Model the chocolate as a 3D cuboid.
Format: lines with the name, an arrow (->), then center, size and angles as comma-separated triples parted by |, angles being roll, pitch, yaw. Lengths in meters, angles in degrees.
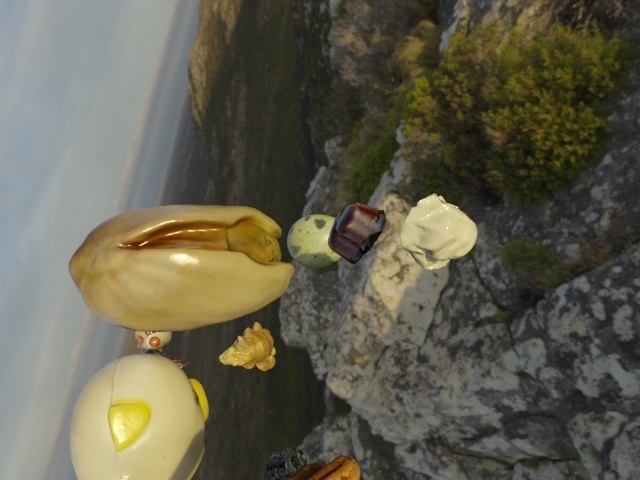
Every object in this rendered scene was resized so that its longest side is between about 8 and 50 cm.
chocolate -> 0.070, -0.035, 0.998 | 0.149, 0.080, 0.125 | 129, 160, -53

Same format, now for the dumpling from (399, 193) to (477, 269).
dumpling -> 0.221, -0.006, 0.894 | 0.127, 0.188, 0.108 | -55, 40, 5

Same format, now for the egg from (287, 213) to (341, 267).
egg -> 0.000, 0.000, 1.586 | 0.227, 0.177, 0.177 | -8, 60, 22

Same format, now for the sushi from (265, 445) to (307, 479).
sushi -> -0.091, 0.626, 1.323 | 0.084, 0.094, 0.098 | -34, 23, 27

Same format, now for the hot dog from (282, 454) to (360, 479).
hot dog -> -0.024, 0.555, 1.013 | 0.158, 0.348, 0.117 | -23, 75, 18

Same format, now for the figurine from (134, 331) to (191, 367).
figurine -> -0.533, 0.321, 1.545 | 0.183, 0.160, 0.226 | 133, 115, -76

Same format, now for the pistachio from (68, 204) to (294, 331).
pistachio -> -0.177, 0.041, 0.648 | 0.197, 0.287, 0.166 | -44, 53, 50

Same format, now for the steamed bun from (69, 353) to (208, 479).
steamed bun -> -0.437, 0.464, 1.170 | 0.334, 0.333, 0.375 | -132, 33, -65

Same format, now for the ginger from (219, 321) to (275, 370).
ginger -> -0.174, 0.278, 1.260 | 0.081, 0.205, 0.115 | 20, 84, 29
